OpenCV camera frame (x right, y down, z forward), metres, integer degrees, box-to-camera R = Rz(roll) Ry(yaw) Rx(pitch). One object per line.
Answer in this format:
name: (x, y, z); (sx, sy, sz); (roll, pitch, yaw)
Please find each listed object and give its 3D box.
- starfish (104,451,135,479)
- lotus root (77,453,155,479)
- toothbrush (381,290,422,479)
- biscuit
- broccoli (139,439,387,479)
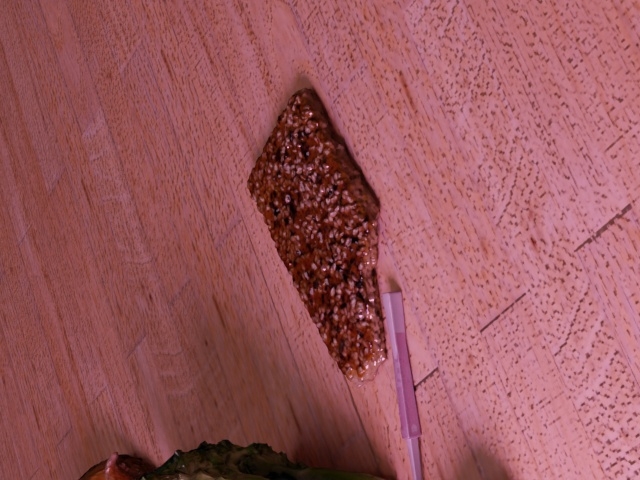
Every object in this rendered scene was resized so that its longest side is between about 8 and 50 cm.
starfish: (-0.124, 0.356, 1.367); (0.327, 0.094, 0.375); (59, -169, -16)
lotus root: (-0.259, 0.390, 1.560); (0.167, 0.078, 0.329); (12, 85, 52)
toothbrush: (0.072, 0.137, 1.171); (0.017, 0.014, 0.194); (-18, 80, 56)
biscuit: (0.006, -0.004, 1.238); (0.237, 0.026, 0.131); (63, 143, 30)
broccoli: (-0.049, 0.283, 1.208); (0.245, 0.265, 0.294); (-20, 36, 28)
